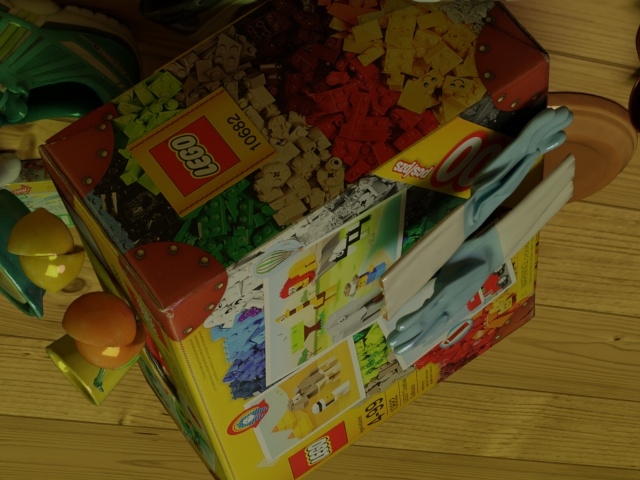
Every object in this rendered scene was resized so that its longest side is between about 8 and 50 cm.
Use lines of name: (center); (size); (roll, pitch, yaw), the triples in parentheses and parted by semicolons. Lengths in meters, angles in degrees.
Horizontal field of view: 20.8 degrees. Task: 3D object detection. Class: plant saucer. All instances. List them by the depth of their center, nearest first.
plant saucer: (0.227, -0.084, 1.783); (0.200, 0.037, 0.200); (-4, 153, -2)

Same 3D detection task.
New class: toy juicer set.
toy juicer set: (-0.272, 0.002, 1.439); (0.089, 0.329, 0.209); (-42, -176, -15)

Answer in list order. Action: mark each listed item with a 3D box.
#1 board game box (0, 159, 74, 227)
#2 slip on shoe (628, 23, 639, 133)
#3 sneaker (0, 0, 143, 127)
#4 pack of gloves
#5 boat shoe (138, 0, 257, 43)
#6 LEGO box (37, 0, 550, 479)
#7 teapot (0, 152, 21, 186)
board game box: (-0.258, -0.048, 1.781); (0.154, 0.026, 0.103); (-5, 153, 0)
slip on shoe: (0.333, -0.176, 1.544); (0.101, 0.123, 0.331); (-2, 158, 2)
sneaker: (-0.281, -0.153, 1.483); (0.275, 0.110, 0.107); (7, 151, -21)
pack of gloves: (0.121, -0.015, 1.451); (0.232, 0.046, 0.195); (-44, 157, -15)
boat shoe: (-0.084, -0.227, 1.404); (0.073, 0.080, 0.223); (3, 157, -26)
LEGO box: (0.000, 0.000, 1.573); (0.372, 0.193, 0.500); (-34, 155, -11)
teapot: (-0.428, -0.008, 1.617); (0.256, 0.252, 0.187); (13, 162, -8)
